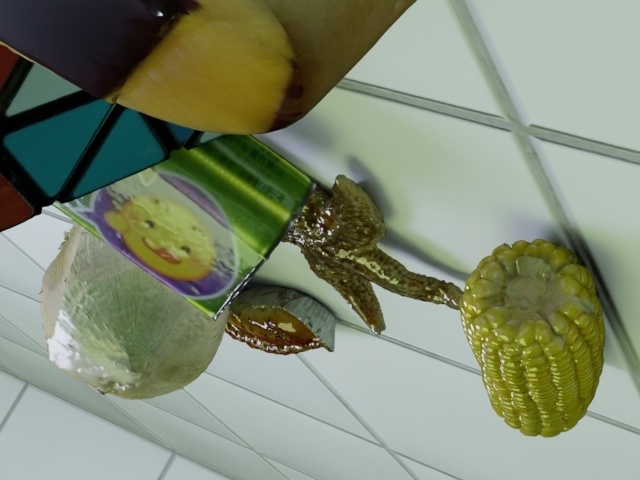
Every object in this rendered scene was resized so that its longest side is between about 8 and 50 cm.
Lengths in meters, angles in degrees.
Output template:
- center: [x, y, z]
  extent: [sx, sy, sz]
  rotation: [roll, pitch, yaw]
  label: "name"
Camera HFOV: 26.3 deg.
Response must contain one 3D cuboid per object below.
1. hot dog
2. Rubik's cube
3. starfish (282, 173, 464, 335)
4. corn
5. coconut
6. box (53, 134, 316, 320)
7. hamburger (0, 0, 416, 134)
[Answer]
- center: [-0.058, 0.080, 1.397]
  extent: [0.192, 0.053, 0.099]
  rotation: [7, 149, 47]
  label: "hot dog"
- center: [-0.117, -0.085, 0.837]
  extent: [0.234, 0.250, 0.284]
  rotation: [18, 170, -43]
  label: "Rubik's cube"
- center: [0.000, 0.000, 1.052]
  extent: [0.277, 0.062, 0.236]
  rotation: [21, 160, 19]
  label: "starfish"
- center: [0.155, 0.076, 0.967]
  extent: [0.093, 0.093, 0.244]
  rotation: [23, 165, 21]
  label: "corn"
- center: [-0.176, 0.064, 1.306]
  extent: [0.194, 0.194, 0.194]
  rotation: [27, 163, 9]
  label: "coconut"
- center: [-0.178, -0.089, 0.934]
  extent: [0.345, 0.097, 0.134]
  rotation: [36, 139, -5]
  label: "box"
- center: [-0.080, -0.168, 0.497]
  extent: [0.302, 0.170, 0.302]
  rotation: [25, 167, 6]
  label: "hamburger"
